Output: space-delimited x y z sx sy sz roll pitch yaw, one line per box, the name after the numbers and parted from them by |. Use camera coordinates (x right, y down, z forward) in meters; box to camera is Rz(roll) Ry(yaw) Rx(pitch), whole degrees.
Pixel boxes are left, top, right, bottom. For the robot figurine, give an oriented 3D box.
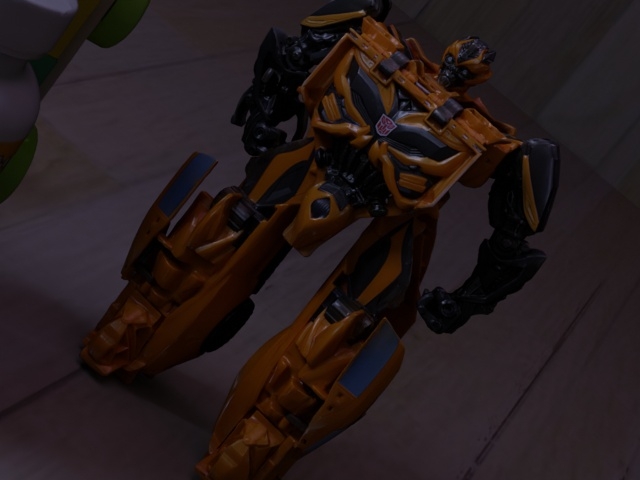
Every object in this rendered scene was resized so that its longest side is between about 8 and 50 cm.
0.000 0.000 1.057 0.211 0.291 0.085 42 17 15 | robot figurine

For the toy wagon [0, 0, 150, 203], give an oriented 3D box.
-0.216 -0.168 0.951 0.267 0.344 0.068 29 21 -29 | toy wagon

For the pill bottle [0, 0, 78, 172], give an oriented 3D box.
-0.212 -0.058 0.909 0.117 0.208 0.117 35 17 -12 | pill bottle
